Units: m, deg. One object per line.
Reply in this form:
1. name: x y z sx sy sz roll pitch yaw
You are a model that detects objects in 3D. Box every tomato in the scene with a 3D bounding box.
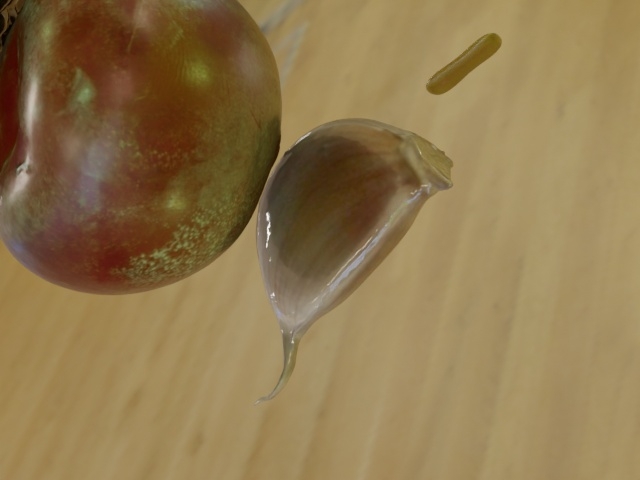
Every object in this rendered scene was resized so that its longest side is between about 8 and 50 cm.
1. tomato: -0.141 -0.089 1.282 0.270 0.222 0.270 -176 90 -72

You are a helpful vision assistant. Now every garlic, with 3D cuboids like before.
1. garlic: -0.002 0.003 1.395 0.267 0.128 0.148 -60 4 20

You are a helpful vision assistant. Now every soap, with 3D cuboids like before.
1. soap: 0.141 -0.172 1.590 0.089 0.034 0.012 -39 56 19

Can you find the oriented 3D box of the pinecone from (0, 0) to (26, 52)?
1. pinecone: -0.416 -0.227 1.378 0.384 0.384 0.384 -44 20 20
